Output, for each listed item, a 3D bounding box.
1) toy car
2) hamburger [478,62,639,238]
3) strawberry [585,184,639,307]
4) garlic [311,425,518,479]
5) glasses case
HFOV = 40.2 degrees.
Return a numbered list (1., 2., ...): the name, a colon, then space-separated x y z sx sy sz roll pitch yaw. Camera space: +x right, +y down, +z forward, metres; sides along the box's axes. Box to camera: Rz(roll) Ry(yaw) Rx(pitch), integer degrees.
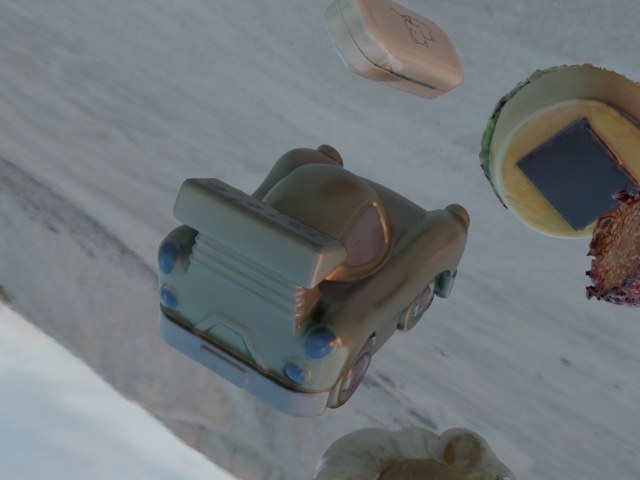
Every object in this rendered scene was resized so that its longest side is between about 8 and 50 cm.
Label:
1. toy car: 0.000 0.000 0.943 0.242 0.336 0.226 27 129 22
2. hamburger: 0.413 -0.146 1.434 0.302 0.302 0.170 30 -148 -7
3. strawberry: 0.368 0.013 1.006 0.086 0.145 0.145 18 177 -20
4. garlic: 0.097 0.329 1.118 0.184 0.281 0.203 -126 28 -42
5. glasses case: 0.078 -0.193 0.873 0.196 0.050 0.083 0 -119 -56
